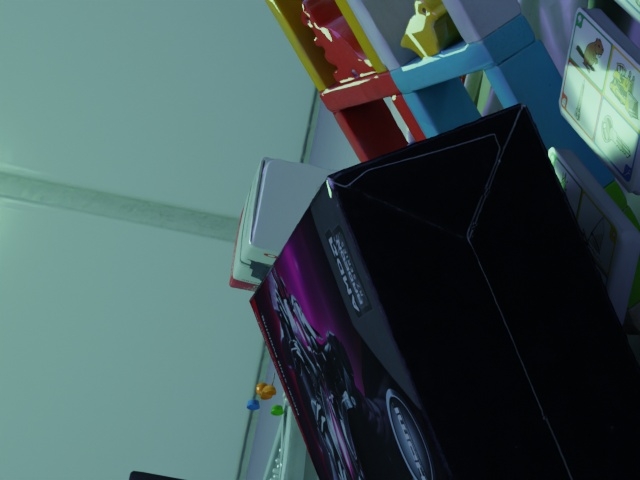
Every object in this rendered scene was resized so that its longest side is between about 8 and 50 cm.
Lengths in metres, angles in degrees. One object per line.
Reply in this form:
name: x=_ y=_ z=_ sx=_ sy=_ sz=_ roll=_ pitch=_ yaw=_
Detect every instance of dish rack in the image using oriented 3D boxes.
dish rack: x=-0.042 y=0.368 z=1.765 sx=0.333 sy=0.072 sz=0.286 roll=107 pitch=171 yaw=-47

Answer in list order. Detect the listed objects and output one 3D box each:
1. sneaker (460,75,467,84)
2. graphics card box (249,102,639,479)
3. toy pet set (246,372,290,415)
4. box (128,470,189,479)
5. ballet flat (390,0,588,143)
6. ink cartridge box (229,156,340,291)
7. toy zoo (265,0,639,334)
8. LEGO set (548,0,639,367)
sneaker: x=0.113 y=-0.100 z=1.277 sx=0.067 sy=0.064 sz=0.175 roll=76 pitch=-158 yaw=-51
graphics card box: x=0.059 y=0.096 z=0.696 sx=0.371 sy=0.094 sz=0.233 roll=133 pitch=116 yaw=-77
toy pet set: x=-0.005 y=0.152 z=1.611 sx=0.114 sy=0.122 sz=0.065 roll=-43 pitch=39 yaw=47
box: x=-0.045 y=0.309 z=1.045 sx=0.077 sy=0.242 sz=0.307 roll=-85 pitch=9 yaw=-49
ballet flat: x=0.117 y=-0.152 z=0.896 sx=0.139 sy=0.139 sz=0.400 roll=134 pitch=147 yaw=-80
ink cartridge box: x=0.000 y=0.000 z=1.546 sx=0.237 sy=0.171 sz=0.100 roll=124 pitch=157 yaw=-75
toy zoo: x=0.051 y=-0.084 z=0.724 sx=0.293 sy=0.030 sz=0.192 roll=59 pitch=160 yaw=-10
LEGO set: x=0.155 y=-0.016 z=0.514 sx=0.244 sy=0.060 sz=0.183 roll=-116 pitch=26 yaw=-55
